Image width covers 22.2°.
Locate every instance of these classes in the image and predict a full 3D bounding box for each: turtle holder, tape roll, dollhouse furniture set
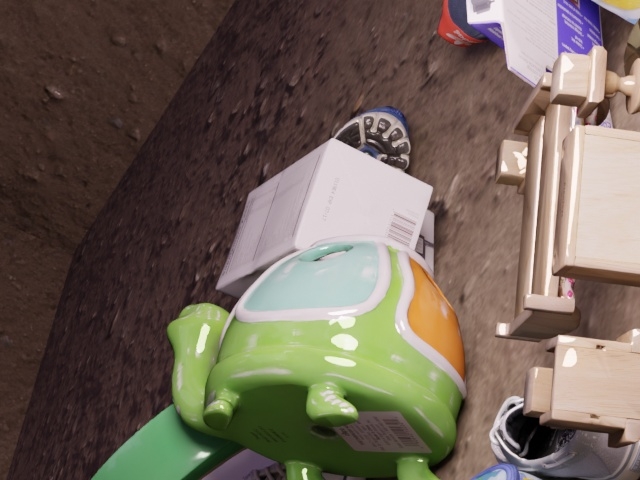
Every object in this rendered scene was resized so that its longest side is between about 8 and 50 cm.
[{"bbox_3d":[0.005,0.128,1.655,0.320,0.243,0.227,-29,39,51],"label":"turtle holder"},{"bbox_3d":[-0.133,0.267,1.860,0.321,0.077,0.321,-34,-22,-16],"label":"tape roll"},{"bbox_3d":[0.244,0.029,1.313,0.355,0.173,0.303,108,169,-77],"label":"dollhouse furniture set"}]

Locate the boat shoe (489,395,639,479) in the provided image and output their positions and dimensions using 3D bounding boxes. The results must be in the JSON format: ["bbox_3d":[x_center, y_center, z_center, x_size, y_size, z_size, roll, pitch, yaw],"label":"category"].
[{"bbox_3d":[0.187,0.156,1.345,0.079,0.081,0.227,-68,16,-13],"label":"boat shoe"}]

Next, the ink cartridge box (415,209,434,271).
[{"bbox_3d":[0.080,0.036,1.903,0.109,0.063,0.150,-53,20,36],"label":"ink cartridge box"}]

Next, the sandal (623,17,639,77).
[{"bbox_3d":[0.307,-0.098,1.362,0.090,0.060,0.219,122,147,-48],"label":"sandal"}]

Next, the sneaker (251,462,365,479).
[{"bbox_3d":[-0.028,0.277,1.809,0.258,0.091,0.094,-56,33,39],"label":"sneaker"}]

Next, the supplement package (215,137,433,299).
[{"bbox_3d":[0.000,0.000,1.849,0.244,0.133,0.139,-27,40,63],"label":"supplement package"}]

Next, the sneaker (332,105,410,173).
[{"bbox_3d":[0.018,-0.044,2.156,0.330,0.129,0.147,-50,2,24],"label":"sneaker"}]

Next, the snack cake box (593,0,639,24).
[{"bbox_3d":[0.332,-0.312,1.455,0.264,0.152,0.089,-48,21,48],"label":"snack cake box"}]

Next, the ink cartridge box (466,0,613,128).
[{"bbox_3d":[0.204,-0.212,1.537,0.045,0.206,0.208,-18,63,33],"label":"ink cartridge box"}]

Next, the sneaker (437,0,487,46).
[{"bbox_3d":[0.207,-0.391,2.015,0.148,0.131,0.350,-34,34,53],"label":"sneaker"}]

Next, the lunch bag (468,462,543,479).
[{"bbox_3d":[0.123,0.303,1.322,0.176,0.090,0.219,-44,25,58],"label":"lunch bag"}]
